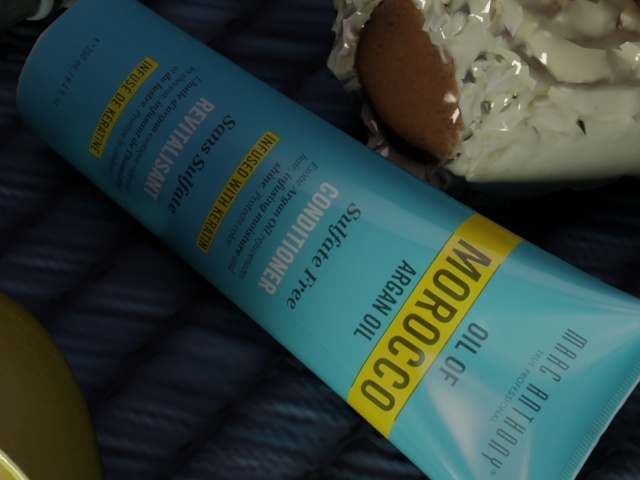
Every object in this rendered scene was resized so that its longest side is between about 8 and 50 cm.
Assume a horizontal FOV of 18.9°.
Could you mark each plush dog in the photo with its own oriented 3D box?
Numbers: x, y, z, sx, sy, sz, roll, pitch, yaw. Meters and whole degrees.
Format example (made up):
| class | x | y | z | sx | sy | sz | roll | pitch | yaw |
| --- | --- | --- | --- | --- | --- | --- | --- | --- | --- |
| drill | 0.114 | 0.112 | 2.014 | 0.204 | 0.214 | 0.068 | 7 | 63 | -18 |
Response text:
| class | x | y | z | sx | sy | sz | roll | pitch | yaw |
| --- | --- | --- | --- | --- | --- | --- | --- | --- | --- |
| plush dog | 0.131 | -0.147 | 0.598 | 0.210 | 0.262 | 0.225 | 7 | 59 | -39 |

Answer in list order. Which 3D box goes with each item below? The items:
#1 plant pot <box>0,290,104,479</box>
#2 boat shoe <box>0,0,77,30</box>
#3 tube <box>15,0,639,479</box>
| class | x | y | z | sx | sy | sz | roll | pitch | yaw |
| --- | --- | --- | --- | --- | --- | --- | --- | --- | --- |
| plant pot | -0.109 | 0.060 | 0.486 | 0.134 | 0.134 | 0.095 | 11 | 29 | 6 |
| boat shoe | -0.198 | -0.192 | 0.654 | 0.119 | 0.121 | 0.335 | -29 | 62 | -26 |
| tube | 0.000 | 0.000 | 0.567 | 0.207 | 0.052 | 0.080 | 36 | 104 | 21 |
